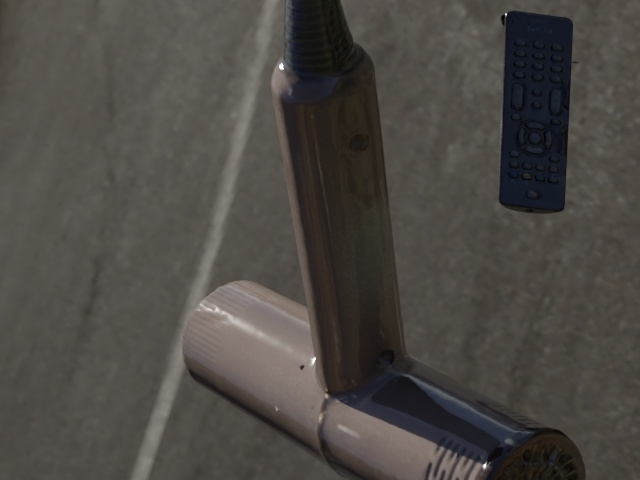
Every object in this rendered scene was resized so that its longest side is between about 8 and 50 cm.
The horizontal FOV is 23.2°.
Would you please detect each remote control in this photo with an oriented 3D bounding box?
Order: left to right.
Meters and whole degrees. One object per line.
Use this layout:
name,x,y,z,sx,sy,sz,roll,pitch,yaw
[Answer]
remote control,0.091,-0.054,0.662,0.016,0.034,0.091,111,166,-69

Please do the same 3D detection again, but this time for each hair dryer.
hair dryer,-0.008,-0.005,0.563,0.053,0.220,0.195,-33,31,-25
